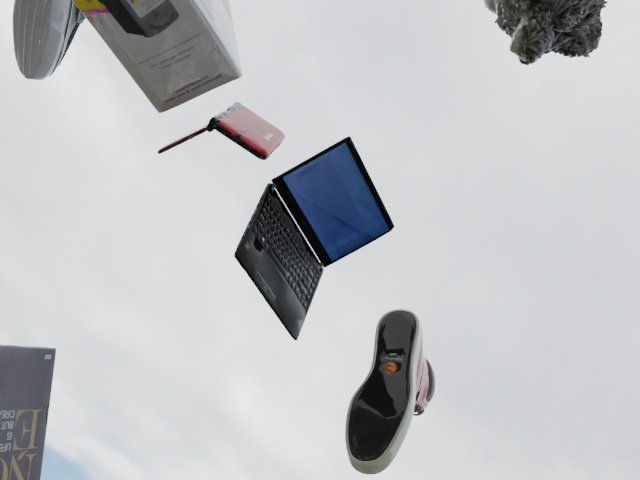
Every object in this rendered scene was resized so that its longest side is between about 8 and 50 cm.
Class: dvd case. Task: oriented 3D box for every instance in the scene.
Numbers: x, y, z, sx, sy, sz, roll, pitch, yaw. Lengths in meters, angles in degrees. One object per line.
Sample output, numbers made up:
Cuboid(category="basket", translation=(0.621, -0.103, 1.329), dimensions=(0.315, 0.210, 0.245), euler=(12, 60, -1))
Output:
Cuboid(category="dvd case", translation=(-0.281, 0.190, 0.599), dimensions=(0.018, 0.221, 0.164), euler=(0, -9, 28))

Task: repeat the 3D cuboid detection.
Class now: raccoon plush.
Cuboid(category="raccoon plush", translation=(0.326, -0.394, 0.911), dimensions=(0.446, 0.216, 0.299), euler=(160, -81, -75))

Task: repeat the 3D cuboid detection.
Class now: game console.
Cuboid(category="game console", translation=(-0.128, -0.130, 1.046), dimensions=(0.124, 0.144, 0.085), euler=(33, -70, -4))

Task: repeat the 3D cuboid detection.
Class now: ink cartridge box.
Cuboid(category="ink cartridge box", translation=(-0.227, -0.347, 0.959), dimensions=(0.131, 0.226, 0.306), euler=(-23, -44, 12))

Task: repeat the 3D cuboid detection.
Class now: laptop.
Cuboid(category="laptop", translation=(0.000, 0.000, 1.354), dimensions=(0.136, 0.264, 0.234), euler=(-4, -45, 30))

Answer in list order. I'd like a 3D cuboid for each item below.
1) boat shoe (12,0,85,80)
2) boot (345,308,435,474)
Cuboid(category="boat shoe", translation=(-0.392, -0.403, 1.235), dimensions=(0.121, 0.119, 0.335), euler=(44, -58, 28))
Cuboid(category="boot", translation=(0.112, 0.246, 1.122), dimensions=(0.088, 0.244, 0.176), euler=(3, -41, 24))
